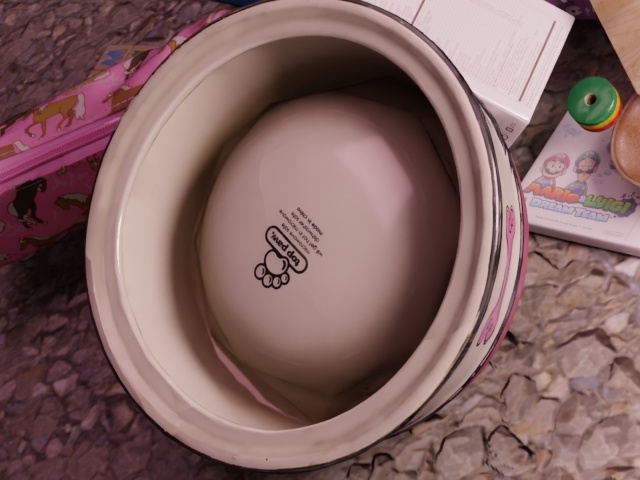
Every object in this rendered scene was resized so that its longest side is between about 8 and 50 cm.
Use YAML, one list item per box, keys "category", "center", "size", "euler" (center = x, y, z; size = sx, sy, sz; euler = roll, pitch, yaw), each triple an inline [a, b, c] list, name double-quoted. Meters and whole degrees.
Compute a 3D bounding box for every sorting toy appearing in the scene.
- category: "sorting toy"
  center: [0.333, -0.210, 1.674]
  size: [0.274, 0.046, 0.132]
  euler: [-31, 59, 16]

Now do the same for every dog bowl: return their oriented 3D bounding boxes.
- category: "dog bowl"
  center: [0.000, 0.000, 1.620]
  size: [0.408, 0.150, 0.408]
  euler: [-5, 80, 29]

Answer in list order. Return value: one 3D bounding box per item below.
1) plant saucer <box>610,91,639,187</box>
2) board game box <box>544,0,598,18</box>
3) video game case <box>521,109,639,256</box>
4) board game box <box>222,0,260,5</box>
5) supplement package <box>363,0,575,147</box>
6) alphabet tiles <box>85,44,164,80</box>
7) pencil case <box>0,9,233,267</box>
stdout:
- category: "plant saucer"
  center: [0.353, -0.105, 1.642]
  size: [0.198, 0.036, 0.199]
  euler: [-26, 34, 19]
- category: "board game box"
  center: [0.376, -0.302, 1.772]
  size: [0.346, 0.056, 0.208]
  euler: [4, 57, 17]
- category: "video game case"
  center: [0.264, -0.057, 1.710]
  size: [0.157, 0.019, 0.143]
  euler: [14, 60, 40]
- category: "board game box"
  center: [0.046, -0.384, 2.093]
  size: [0.302, 0.086, 0.308]
  euler: [18, 63, 41]
- category: "supplement package"
  center: [0.090, -0.188, 1.757]
  size: [0.244, 0.134, 0.139]
  euler: [28, 61, -2]
- category: "alphabet tiles"
  center: [-0.218, -0.128, 2.078]
  size: [0.198, 0.009, 0.237]
  euler: [6, 55, 35]
- category: "pencil case"
  center: [-0.219, -0.096, 1.855]
  size: [0.386, 0.160, 0.167]
  euler: [-22, 41, 13]
